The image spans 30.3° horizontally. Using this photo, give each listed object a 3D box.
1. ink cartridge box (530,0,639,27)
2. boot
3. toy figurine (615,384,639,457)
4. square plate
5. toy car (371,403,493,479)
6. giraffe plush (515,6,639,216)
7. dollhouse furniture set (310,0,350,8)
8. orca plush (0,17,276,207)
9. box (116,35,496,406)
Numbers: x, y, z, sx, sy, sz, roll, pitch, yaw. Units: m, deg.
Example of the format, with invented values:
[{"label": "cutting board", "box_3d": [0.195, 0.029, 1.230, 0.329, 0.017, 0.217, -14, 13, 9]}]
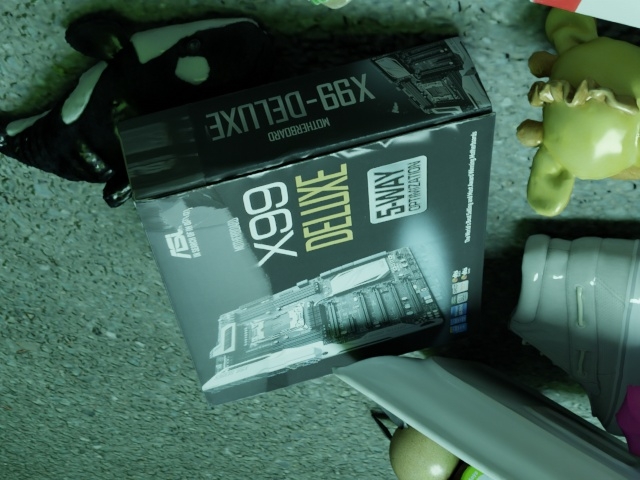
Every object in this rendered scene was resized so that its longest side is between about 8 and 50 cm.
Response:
[{"label": "ink cartridge box", "box_3d": [0.185, -0.176, 0.592, 0.231, 0.134, 0.078, 13, 148, -4]}, {"label": "boot", "box_3d": [0.228, 0.080, 1.038, 0.124, 0.095, 0.258, 10, 142, 16]}, {"label": "toy figurine", "box_3d": [0.322, 0.131, 0.991, 0.159, 0.130, 0.173, -28, 169, -3]}, {"label": "square plate", "box_3d": [0.212, 0.184, 1.006, 0.347, 0.049, 0.344, 30, -176, 21]}, {"label": "toy car", "box_3d": [0.134, 0.221, 1.269, 0.188, 0.149, 0.155, 31, 154, 20]}, {"label": "giraffe plush", "box_3d": [0.217, -0.070, 0.739, 0.171, 0.181, 0.210, 5, 151, 35]}, {"label": "dollhouse furniture set", "box_3d": [0.029, -0.224, 0.417, 0.302, 0.151, 0.197, -36, 102, 28]}, {"label": "orca plush", "box_3d": [-0.161, -0.077, 0.872, 0.287, 0.102, 0.151, -5, 145, 23]}, {"label": "box", "box_3d": [0.000, 0.000, 0.893, 0.243, 0.076, 0.307, -15, 147, -5]}]
